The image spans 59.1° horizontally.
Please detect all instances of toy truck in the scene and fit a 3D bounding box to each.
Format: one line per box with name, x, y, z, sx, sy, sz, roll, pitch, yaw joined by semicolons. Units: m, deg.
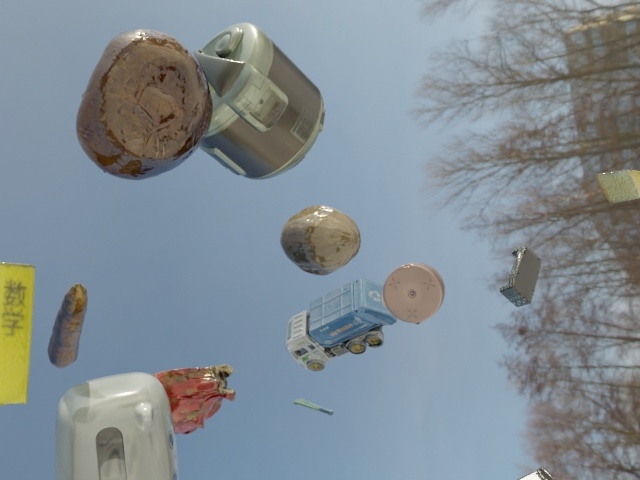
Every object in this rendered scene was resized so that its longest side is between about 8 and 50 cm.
toy truck;0.060;0.252;1.690;0.175;0.367;0.146;44;-151;-30

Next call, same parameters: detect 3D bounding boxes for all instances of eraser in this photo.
eraser;-0.516;0.145;0.892;0.069;0.158;0.226;7;-102;-46

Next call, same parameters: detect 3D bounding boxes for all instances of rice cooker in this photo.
rice cooker;-0.189;-0.344;1.413;0.325;0.335;0.335;37;-117;-43

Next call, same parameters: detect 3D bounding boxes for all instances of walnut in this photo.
walnut;0.000;-0.001;1.107;0.140;0.162;0.140;-32;-49;-46

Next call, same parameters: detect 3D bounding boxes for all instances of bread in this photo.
bread;0.671;-0.141;1.220;0.109;0.084;0.080;-38;-76;-24

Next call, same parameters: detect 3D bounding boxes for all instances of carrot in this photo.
carrot;-0.534;0.181;1.194;0.066;0.314;0.066;16;-133;-18

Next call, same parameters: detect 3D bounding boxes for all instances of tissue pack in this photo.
tissue pack;-0.401;0.440;1.119;0.229;0.236;0.333;-6;-93;-22

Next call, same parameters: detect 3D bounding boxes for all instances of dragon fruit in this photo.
dragon fruit;-0.299;0.379;1.361;0.262;0.211;0.134;28;-142;-55

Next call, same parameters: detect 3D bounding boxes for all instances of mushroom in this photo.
mushroom;-0.255;-0.199;0.853;0.194;0.138;0.231;15;-85;-26

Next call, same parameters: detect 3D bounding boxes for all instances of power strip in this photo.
power strip;0.238;0.133;1.432;0.078;0.154;0.154;-11;-81;-72

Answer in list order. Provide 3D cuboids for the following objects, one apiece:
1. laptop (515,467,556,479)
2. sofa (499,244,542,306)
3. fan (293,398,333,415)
laptop;0.295;0.388;0.731;0.135;0.197;0.016;-24;-65;-9
sofa;0.412;0.072;1.158;0.060;0.039;0.118;40;-125;-16
fan;-0.021;0.541;1.841;0.038;0.193;0.016;-15;-82;-38
